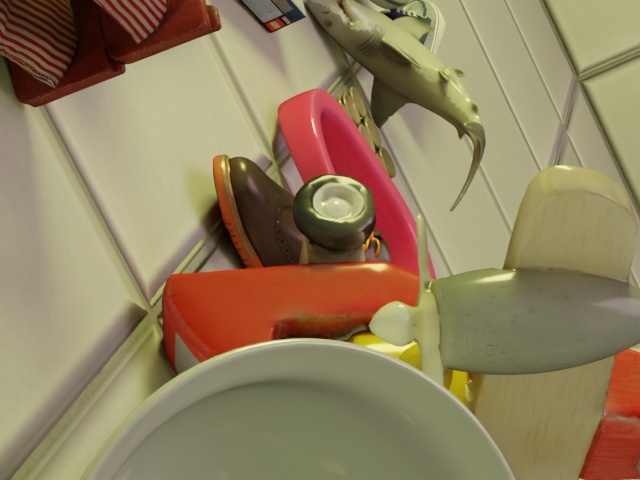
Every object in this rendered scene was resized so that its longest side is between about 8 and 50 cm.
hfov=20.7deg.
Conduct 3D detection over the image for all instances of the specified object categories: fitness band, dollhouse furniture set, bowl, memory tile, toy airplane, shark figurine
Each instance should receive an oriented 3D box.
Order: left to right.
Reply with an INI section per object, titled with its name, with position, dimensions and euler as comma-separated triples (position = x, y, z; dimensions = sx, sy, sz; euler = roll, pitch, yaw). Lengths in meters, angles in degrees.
[dollhouse furniture set]
position = -0.212, -0.298, 1.131
dimensions = 0.201, 0.152, 0.374
euler = 32, 38, -61
[bowl]
position = -0.034, 0.202, 0.967
dimensions = 0.298, 0.134, 0.298
euler = 2, 86, -28
[memory tile]
position = 0.043, -0.100, 1.861
dimensions = 0.113, 0.012, 0.148
euler = 63, 19, -12
[fitness band]
position = 0.042, -0.015, 1.688
dimensions = 0.291, 0.054, 0.209
euler = 56, 20, -34
[shark figurine]
position = 0.102, -0.152, 1.926
dimensions = 0.278, 0.116, 0.166
euler = 47, 28, 21
[toy airplane]
position = 0.115, 0.136, 1.164
dimensions = 0.386, 0.384, 0.272
euler = 49, 44, -26

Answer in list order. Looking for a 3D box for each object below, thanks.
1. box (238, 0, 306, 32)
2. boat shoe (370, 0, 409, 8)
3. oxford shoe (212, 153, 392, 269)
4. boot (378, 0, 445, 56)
[box]
position = -0.088, -0.339, 1.724
dimensions = 0.159, 0.044, 0.233
euler = 40, 31, -56
[boat shoe]
position = 0.035, -0.422, 1.923
dimensions = 0.187, 0.156, 0.500
euler = 60, 3, 32
[oxford shoe]
position = 0.000, 0.000, 1.469
dimensions = 0.271, 0.098, 0.097
euler = 45, 27, -49
[boot]
position = 0.103, -0.261, 2.143
dimensions = 0.086, 0.069, 0.190
euler = 50, 24, -28
